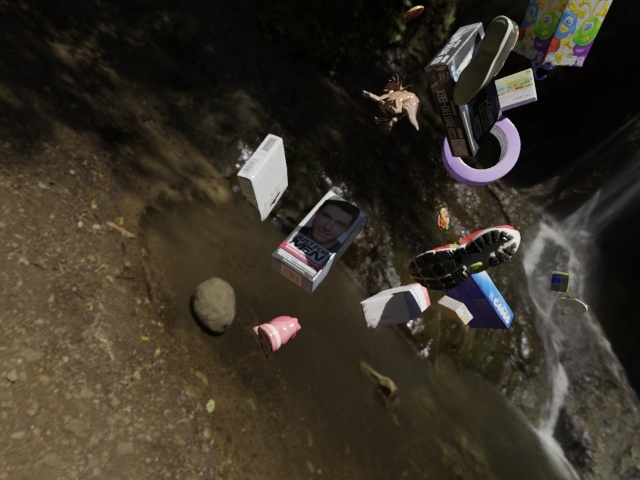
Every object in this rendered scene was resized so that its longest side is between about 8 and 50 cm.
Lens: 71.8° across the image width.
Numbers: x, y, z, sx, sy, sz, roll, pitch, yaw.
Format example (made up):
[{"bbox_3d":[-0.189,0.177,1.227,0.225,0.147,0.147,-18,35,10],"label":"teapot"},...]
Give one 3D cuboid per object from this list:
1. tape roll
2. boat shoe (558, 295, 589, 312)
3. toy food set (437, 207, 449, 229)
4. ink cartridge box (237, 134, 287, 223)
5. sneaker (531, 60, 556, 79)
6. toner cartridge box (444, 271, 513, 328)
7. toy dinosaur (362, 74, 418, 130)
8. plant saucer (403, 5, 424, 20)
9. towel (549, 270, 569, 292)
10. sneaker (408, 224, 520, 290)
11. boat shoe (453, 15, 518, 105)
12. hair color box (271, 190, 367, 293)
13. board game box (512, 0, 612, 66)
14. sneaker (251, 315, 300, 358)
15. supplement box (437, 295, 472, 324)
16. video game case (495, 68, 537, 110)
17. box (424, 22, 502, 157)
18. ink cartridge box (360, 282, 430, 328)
[{"bbox_3d":[0.611,-0.352,1.700,0.275,0.275,0.090,52,5,8],"label":"tape roll"},{"bbox_3d":[0.934,0.231,1.621,0.133,0.042,0.049,-160,-119,-80],"label":"boat shoe"},{"bbox_3d":[0.471,-0.081,1.690,0.082,0.020,0.083,11,85,-52],"label":"toy food set"},{"bbox_3d":[-0.293,-0.319,2.347,0.091,0.308,0.385,23,-28,14],"label":"ink cartridge box"},{"bbox_3d":[0.798,-0.635,1.521,0.221,0.083,0.087,66,30,-75],"label":"sneaker"},{"bbox_3d":[0.557,0.187,1.644,0.348,0.165,0.075,51,55,-21],"label":"toner cartridge box"},{"bbox_3d":[0.300,-0.531,1.682,0.295,0.200,0.127,42,-21,41],"label":"toy dinosaur"},{"bbox_3d":[0.369,-0.902,1.753,0.013,0.083,0.083,67,19,-1],"label":"plant saucer"},{"bbox_3d":[0.871,0.153,1.609,0.009,0.060,0.083,-42,133,-44],"label":"towel"},{"bbox_3d":[0.355,0.042,1.092,0.118,0.279,0.107,-29,95,-57],"label":"sneaker"},{"bbox_3d":[0.430,-0.452,1.144,0.068,0.228,0.081,-2,42,-38],"label":"boat shoe"},{"bbox_3d":[0.000,0.000,1.689,0.185,0.374,0.114,32,-30,14],"label":"hair color box"},{"bbox_3d":[0.656,-0.625,1.172,0.142,0.275,0.144,-3,38,-16],"label":"board game box"},{"bbox_3d":[-0.141,0.319,1.491,0.116,0.136,0.314,64,-19,6],"label":"sneaker"},{"bbox_3d":[0.418,0.215,1.375,0.062,0.036,0.098,51,-9,-19],"label":"supplement box"},{"bbox_3d":[0.776,-0.617,1.858,0.026,0.227,0.206,50,41,-38],"label":"video game case"},{"bbox_3d":[0.440,-0.445,1.333,0.076,0.242,0.307,10,-40,44],"label":"box"},{"bbox_3d":[0.324,0.272,1.883,0.283,0.207,0.117,-9,83,-62],"label":"ink cartridge box"}]
